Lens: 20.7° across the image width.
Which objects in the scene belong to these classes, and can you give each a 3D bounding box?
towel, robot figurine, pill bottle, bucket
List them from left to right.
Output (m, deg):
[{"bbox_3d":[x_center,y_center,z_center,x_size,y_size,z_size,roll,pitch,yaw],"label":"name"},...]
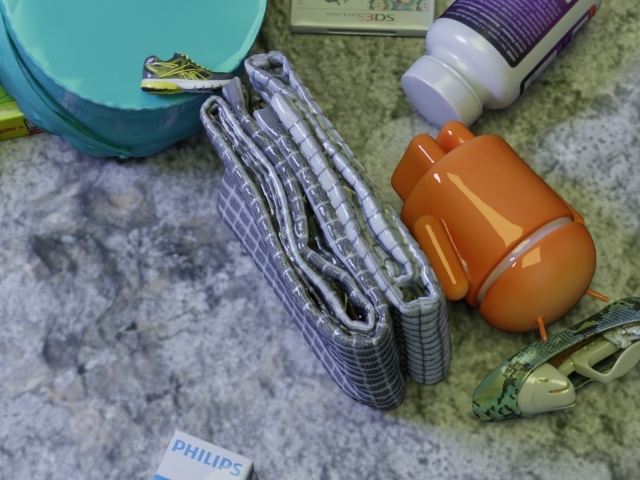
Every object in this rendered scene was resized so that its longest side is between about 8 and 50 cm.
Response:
[{"bbox_3d":[-0.182,-0.222,1.615,0.281,0.183,0.281,1,84,-12],"label":"bucket"},{"bbox_3d":[0.000,0.000,1.535,0.121,0.235,0.283,-32,69,-3],"label":"towel"},{"bbox_3d":[0.158,-0.006,1.582,0.128,0.158,0.219,-45,71,10],"label":"robot figurine"},{"bbox_3d":[0.169,-0.194,1.669,0.108,0.108,0.193,39,75,17],"label":"pill bottle"}]

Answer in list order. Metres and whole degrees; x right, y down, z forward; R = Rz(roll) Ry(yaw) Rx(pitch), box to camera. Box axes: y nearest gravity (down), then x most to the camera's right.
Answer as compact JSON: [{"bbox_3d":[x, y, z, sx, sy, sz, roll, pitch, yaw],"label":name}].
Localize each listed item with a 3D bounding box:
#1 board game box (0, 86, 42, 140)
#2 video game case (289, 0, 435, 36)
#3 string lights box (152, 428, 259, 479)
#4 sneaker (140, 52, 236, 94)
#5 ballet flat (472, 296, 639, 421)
[{"bbox_3d":[-0.326,-0.188,1.734,0.092,0.043,0.181,-12,68,-1],"label":"board game box"},{"bbox_3d":[0.046,-0.278,1.759,0.143,0.019,0.157,2,68,5],"label":"video game case"},{"bbox_3d":[-0.132,0.305,1.471,0.077,0.133,0.259,20,70,12],"label":"string lights box"},{"bbox_3d":[-0.114,-0.145,1.512,0.083,0.031,0.035,-2,85,-13],"label":"sneaker"},{"bbox_3d":[0.224,0.113,1.557,0.188,0.070,0.070,-32,69,-8],"label":"ballet flat"}]
